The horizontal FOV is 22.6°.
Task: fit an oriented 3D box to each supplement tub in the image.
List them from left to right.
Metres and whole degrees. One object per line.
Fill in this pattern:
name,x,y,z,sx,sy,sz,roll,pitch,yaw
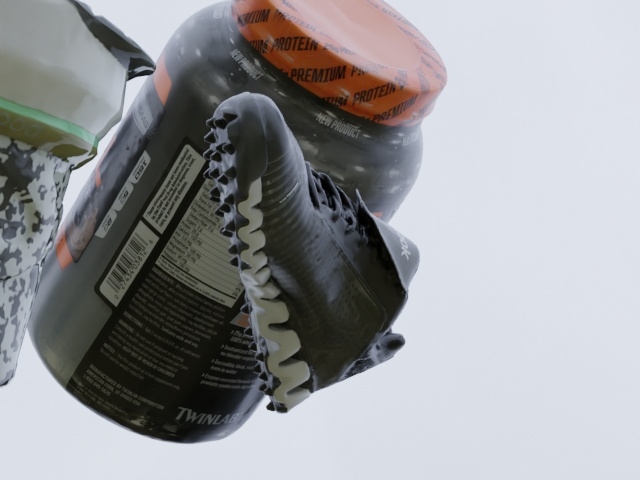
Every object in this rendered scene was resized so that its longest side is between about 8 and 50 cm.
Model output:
supplement tub,-0.063,-0.029,1.191,0.207,0.207,0.338,33,-65,-3

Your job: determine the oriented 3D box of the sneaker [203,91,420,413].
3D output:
sneaker,0.000,0.000,0.884,0.106,0.078,0.234,-16,-43,-6

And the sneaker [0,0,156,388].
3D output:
sneaker,-0.253,-0.027,0.530,0.410,0.182,0.158,9,-6,-28
